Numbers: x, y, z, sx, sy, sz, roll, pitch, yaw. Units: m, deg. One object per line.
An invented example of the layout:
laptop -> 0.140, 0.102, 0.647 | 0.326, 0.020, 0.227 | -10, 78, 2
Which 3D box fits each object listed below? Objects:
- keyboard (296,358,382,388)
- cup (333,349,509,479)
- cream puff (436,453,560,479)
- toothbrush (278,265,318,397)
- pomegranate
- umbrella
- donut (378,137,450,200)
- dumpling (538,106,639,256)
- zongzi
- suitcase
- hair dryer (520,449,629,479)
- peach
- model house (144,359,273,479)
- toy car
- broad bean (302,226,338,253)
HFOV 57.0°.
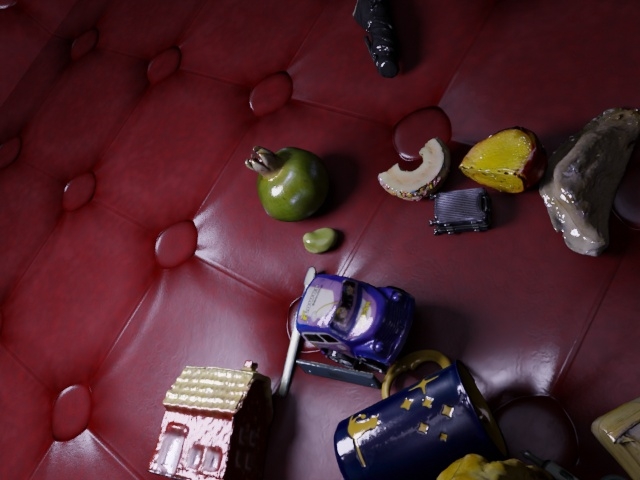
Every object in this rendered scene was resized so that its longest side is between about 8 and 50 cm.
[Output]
keyboard -> 0.036, 0.269, 1.194 | 0.176, 0.055, 0.014 | 4, 58, 30
cup -> 0.173, 0.333, 1.055 | 0.256, 0.255, 0.178 | -30, 93, 15
cream puff -> 0.243, 0.493, 0.855 | 0.257, 0.291, 0.324 | -41, 77, 36
toothbrush -> -0.050, 0.197, 1.292 | 0.026, 0.028, 0.294 | 4, 69, 31
pomegranate -> -0.076, -0.132, 1.366 | 0.179, 0.210, 0.179 | 0, 90, 26
umbrella -> 0.143, -0.563, 1.520 | 0.106, 0.113, 0.358 | -5, 62, 1
donut -> 0.219, -0.140, 1.294 | 0.166, 0.065, 0.108 | -31, 55, 11
dumpling -> 0.501, -0.137, 1.133 | 0.166, 0.086, 0.332 | 13, 69, 30
zongzi -> 0.574, 0.311, 0.875 | 0.256, 0.115, 0.228 | -27, 66, -13
suitcase -> 0.290, -0.060, 1.222 | 0.126, 0.059, 0.086 | -5, 65, 24
hair dryer -> 0.398, 0.382, 0.931 | 0.057, 0.100, 0.197 | -21, 28, -30
peach -> 0.378, -0.154, 1.200 | 0.172, 0.092, 0.127 | -17, 56, 41
model house -> -0.213, 0.369, 1.216 | 0.196, 0.160, 0.254 | 0, 64, 28
toy car -> 0.062, 0.150, 1.155 | 0.235, 0.158, 0.172 | -2, 61, 52
broad bean -> 0.000, 0.000, 1.357 | 0.083, 0.045, 0.063 | -13, 49, 13
